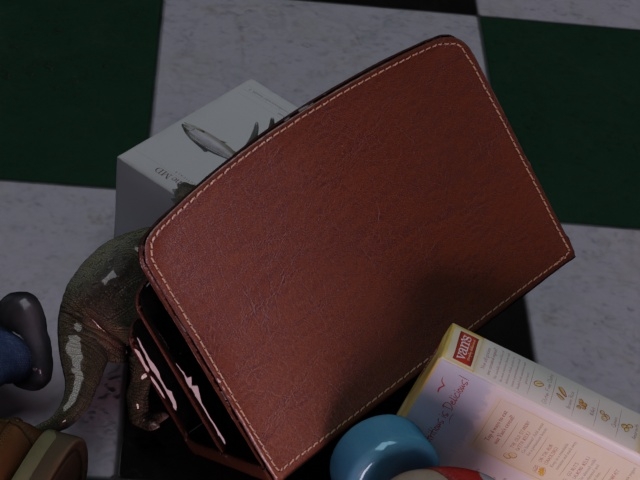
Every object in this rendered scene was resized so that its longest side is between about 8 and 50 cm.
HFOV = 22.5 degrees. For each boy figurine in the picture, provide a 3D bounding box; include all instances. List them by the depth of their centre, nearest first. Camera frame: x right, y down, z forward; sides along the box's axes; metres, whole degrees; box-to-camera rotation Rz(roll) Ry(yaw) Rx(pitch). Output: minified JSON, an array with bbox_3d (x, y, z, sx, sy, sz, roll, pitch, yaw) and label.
[{"bbox_3d":[-0.331,0.106,1.179,0.177,0.092,0.285,-3,6,33],"label":"boy figurine"}]

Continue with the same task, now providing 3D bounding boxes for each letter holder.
[{"bbox_3d":[0.000,0.000,1.211,0.302,0.214,0.152,-35,17,-22],"label":"letter holder"}]

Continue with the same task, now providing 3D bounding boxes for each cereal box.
[{"bbox_3d":[0.164,0.176,1.161,0.240,0.173,0.047,27,42,0],"label":"cereal box"}]

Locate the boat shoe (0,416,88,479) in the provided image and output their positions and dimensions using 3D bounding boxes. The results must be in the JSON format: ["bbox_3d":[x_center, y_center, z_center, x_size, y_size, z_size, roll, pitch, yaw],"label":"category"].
[{"bbox_3d":[-0.262,0.228,1.052,0.104,0.110,0.307,15,31,12],"label":"boat shoe"}]

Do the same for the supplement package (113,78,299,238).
[{"bbox_3d":[-0.088,-0.051,1.462,0.105,0.105,0.179,33,47,24],"label":"supplement package"}]

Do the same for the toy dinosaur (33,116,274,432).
[{"bbox_3d":[-0.131,0.050,1.294,0.313,0.121,0.160,-34,95,-18],"label":"toy dinosaur"}]

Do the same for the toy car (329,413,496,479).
[{"bbox_3d":[0.138,0.250,1.106,0.238,0.210,0.219,2,28,-27],"label":"toy car"}]
